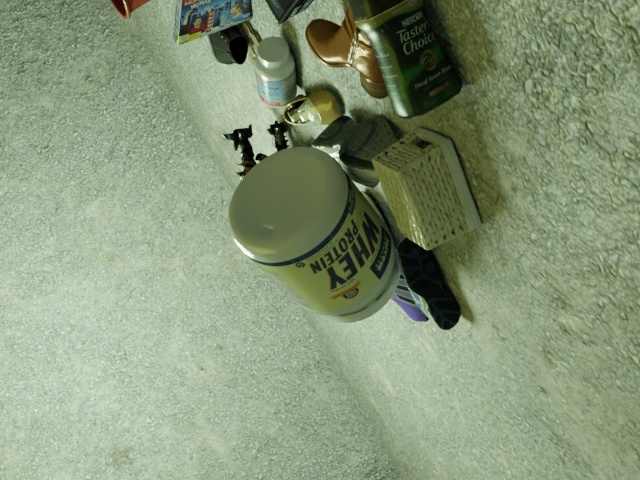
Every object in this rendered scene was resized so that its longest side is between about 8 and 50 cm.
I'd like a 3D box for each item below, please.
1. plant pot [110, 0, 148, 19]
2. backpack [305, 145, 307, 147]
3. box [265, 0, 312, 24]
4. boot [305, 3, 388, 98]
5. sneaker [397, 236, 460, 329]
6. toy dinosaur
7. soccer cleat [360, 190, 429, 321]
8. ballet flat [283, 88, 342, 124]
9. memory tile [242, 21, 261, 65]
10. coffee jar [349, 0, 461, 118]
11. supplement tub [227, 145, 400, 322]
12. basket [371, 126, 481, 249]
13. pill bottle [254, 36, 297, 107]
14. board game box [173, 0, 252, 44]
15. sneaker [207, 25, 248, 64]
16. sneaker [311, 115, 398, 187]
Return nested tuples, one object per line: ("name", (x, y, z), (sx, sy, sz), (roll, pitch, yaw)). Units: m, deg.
("plant pot", (-0.345, -0.635, 1.686), (0.272, 0.265, 0.272), (55, 168, 17))
("backpack", (-0.047, -0.174, 2.025), (0.120, 0.098, 0.101), (149, 111, -87))
("box", (-0.088, -0.532, 1.360), (0.295, 0.073, 0.293), (60, 169, -8))
("boot", (0.048, -0.328, 1.306), (0.197, 0.073, 0.152), (41, 164, 21))
("sneaker", (0.202, 0.086, 1.661), (0.211, 0.080, 0.081), (64, 164, -18))
("toy dinosaur", (-0.150, -0.187, 2.141), (0.322, 0.164, 0.218), (-126, 23, -71))
("soccer cleat", (0.127, 0.052, 1.797), (0.318, 0.116, 0.108), (60, 168, -2))
("ballet flat", (-0.021, -0.266, 1.727), (0.080, 0.073, 0.232), (61, 168, -13))
("memory tile", (-0.144, -0.438, 1.961), (0.113, 0.012, 0.148), (54, 167, 23))
("coffee jar", (0.114, -0.265, 1.118), (0.184, 0.096, 0.079), (62, 165, -19))
("supplement tub", (0.000, 0.000, 1.572), (0.235, 0.235, 0.325), (49, -179, 41))
("basket", (0.168, -0.080, 1.332), (0.167, 0.103, 0.113), (64, 168, -26))
("pill bottle", (-0.096, -0.360, 1.770), (0.087, 0.087, 0.160), (55, 168, 21))
("board game box", (-0.225, -0.525, 1.753), (0.060, 0.194, 0.194), (54, 153, 17))
("sneaker", (-0.232, -0.524, 1.960), (0.118, 0.083, 0.222), (26, 142, 57))
("sneaker", (0.090, -0.155, 1.538), (0.129, 0.111, 0.297), (47, 178, -22))
